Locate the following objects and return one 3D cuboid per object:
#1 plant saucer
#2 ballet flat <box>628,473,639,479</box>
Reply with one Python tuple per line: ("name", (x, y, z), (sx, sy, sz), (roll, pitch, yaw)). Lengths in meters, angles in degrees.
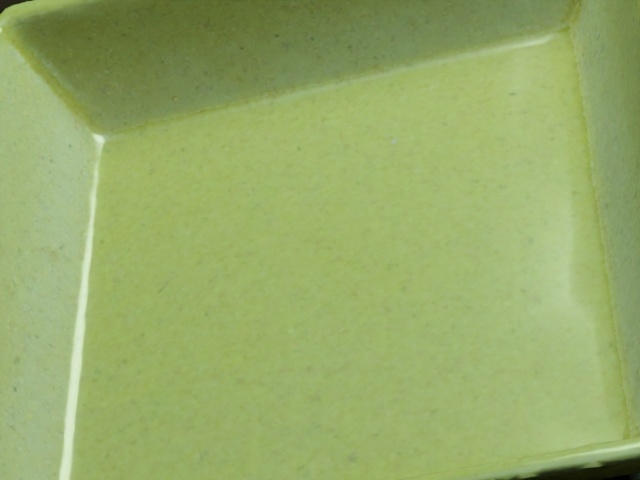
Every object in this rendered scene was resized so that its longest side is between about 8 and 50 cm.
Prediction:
("plant saucer", (0.000, 0.000, 0.785), (0.332, 0.081, 0.333), (-12, 47, 13))
("ballet flat", (0.178, -0.019, 0.822), (0.139, 0.139, 0.400), (-12, 52, 2))
